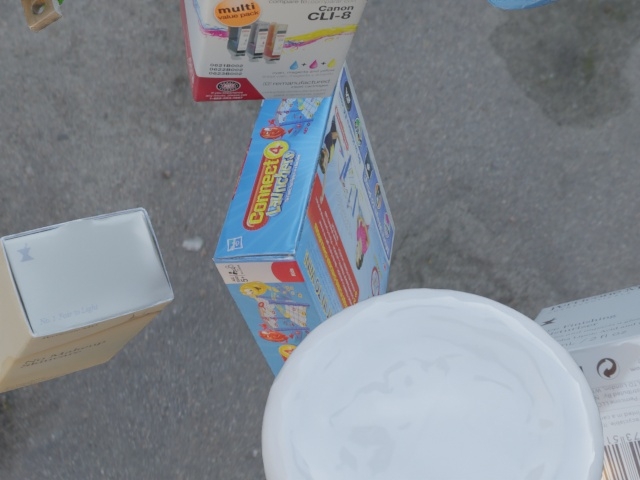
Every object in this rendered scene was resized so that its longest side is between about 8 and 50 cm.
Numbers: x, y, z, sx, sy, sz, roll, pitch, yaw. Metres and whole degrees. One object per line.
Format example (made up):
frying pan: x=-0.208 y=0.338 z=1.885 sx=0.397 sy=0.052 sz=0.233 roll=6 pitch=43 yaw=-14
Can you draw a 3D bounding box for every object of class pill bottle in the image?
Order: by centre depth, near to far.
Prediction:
pill bottle: x=0.064 y=0.168 z=0.510 sx=0.162 sy=0.278 sz=0.162 roll=-4 pitch=48 yaw=4

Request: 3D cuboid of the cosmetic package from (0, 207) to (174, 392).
cosmetic package: x=-0.299 y=0.079 z=1.033 sx=0.160 sy=0.309 sz=0.113 roll=-15 pitch=79 yaw=-30

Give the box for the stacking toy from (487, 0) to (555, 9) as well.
stacking toy: x=0.097 y=-0.226 z=0.549 sx=0.302 sy=0.175 sz=0.166 roll=-26 pitch=95 yaw=-50

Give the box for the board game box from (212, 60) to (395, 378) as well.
board game box: x=0.000 y=0.000 z=1.028 sx=0.086 sy=0.308 sz=0.302 roll=-2 pitch=48 yaw=18

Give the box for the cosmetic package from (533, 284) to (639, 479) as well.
cosmetic package: x=0.271 y=0.134 z=0.781 sx=0.151 sy=0.183 sz=0.151 roll=-16 pitch=94 yaw=24

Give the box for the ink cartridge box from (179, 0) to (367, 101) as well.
ink cartridge box: x=-0.042 y=-0.213 z=0.722 sx=0.128 sy=0.176 sz=0.127 roll=-4 pitch=67 yaw=-14

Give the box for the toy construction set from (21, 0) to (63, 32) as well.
toy construction set: x=-0.443 y=-0.320 z=1.026 sx=0.309 sy=0.237 sz=0.257 roll=39 pitch=100 yaw=24
